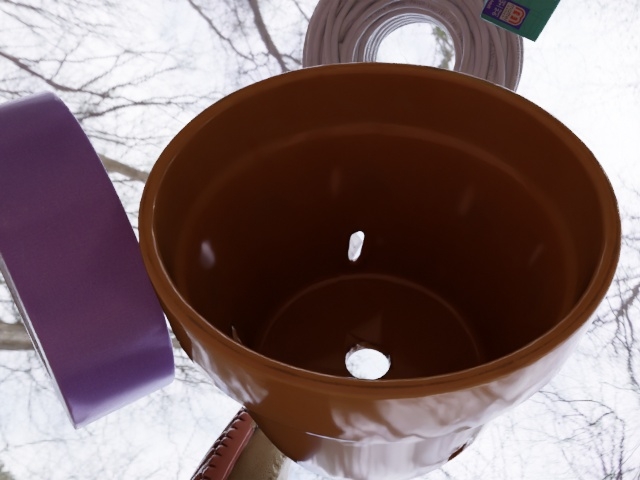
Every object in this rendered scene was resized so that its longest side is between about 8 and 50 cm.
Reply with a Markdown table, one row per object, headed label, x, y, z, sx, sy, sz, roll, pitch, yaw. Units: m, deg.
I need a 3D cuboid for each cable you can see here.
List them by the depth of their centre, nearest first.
| label | x | y | z | sx | sy | sz | roll | pitch | yaw |
| --- | --- | --- | --- | --- | --- | --- | --- | --- | --- |
| cable | 0.104 | -0.211 | 0.836 | 0.257 | 0.089 | 0.257 | 44 | -72 | 7 |

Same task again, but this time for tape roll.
| label | x | y | z | sx | sy | sz | roll | pitch | yaw |
| --- | --- | --- | --- | --- | --- | --- | --- | --- | --- |
| tape roll | -0.224 | 0.017 | 0.612 | 0.090 | 0.274 | 0.274 | -24 | -119 | -25 |

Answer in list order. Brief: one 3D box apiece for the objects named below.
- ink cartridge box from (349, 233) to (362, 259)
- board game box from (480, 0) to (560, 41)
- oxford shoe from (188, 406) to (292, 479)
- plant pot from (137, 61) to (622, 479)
| label | x | y | z | sx | sy | sz | roll | pitch | yaw |
| --- | --- | --- | --- | --- | --- | --- | --- | --- | --- |
| ink cartridge box | 0.000 | 0.000 | 0.917 | 0.052 | 0.122 | 0.088 | -30 | -80 | 23 |
| board game box | 0.183 | -0.260 | 0.510 | 0.047 | 0.160 | 0.210 | 26 | -134 | 1 |
| oxford shoe | -0.070 | 0.283 | 0.575 | 0.147 | 0.140 | 0.397 | 27 | -132 | -2 |
| plant pot | 0.038 | 0.037 | 0.511 | 0.291 | 0.203 | 0.290 | -1 | -134 | 1 |
